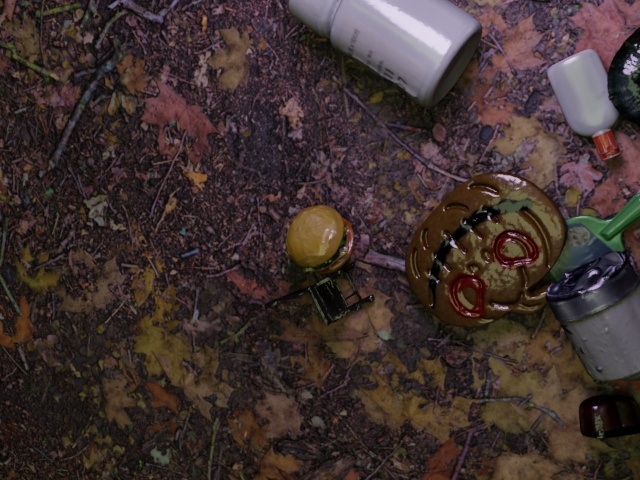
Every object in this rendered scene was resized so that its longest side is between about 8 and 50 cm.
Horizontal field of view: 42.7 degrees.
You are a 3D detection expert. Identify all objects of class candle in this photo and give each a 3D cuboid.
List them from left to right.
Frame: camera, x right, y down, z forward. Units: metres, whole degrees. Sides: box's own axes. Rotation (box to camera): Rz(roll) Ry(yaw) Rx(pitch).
[{"bbox_3d":[0.600,0.193,1.650,0.187,0.187,0.330,-28,97,23],"label":"candle"}]

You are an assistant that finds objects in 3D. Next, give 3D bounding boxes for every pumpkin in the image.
[{"bbox_3d":[0.656,-0.314,1.561,0.211,0.152,0.212,0,93,7],"label":"pumpkin"}]

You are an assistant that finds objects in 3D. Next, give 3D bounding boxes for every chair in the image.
[{"bbox_3d":[-0.006,0.147,1.923,0.229,0.106,0.113,-29,86,24],"label":"chair"}]

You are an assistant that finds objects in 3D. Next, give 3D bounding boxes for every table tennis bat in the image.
[{"bbox_3d":[0.582,-0.001,1.707,0.160,0.039,0.257,47,114,6],"label":"table tennis bat"}]

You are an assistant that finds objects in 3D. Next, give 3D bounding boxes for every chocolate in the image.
[{"bbox_3d":[0.608,0.363,1.729,0.148,0.125,0.080,-5,88,-15],"label":"chocolate"}]

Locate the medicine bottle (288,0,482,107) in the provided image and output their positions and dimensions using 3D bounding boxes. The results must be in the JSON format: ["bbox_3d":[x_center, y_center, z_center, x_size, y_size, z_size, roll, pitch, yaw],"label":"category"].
[{"bbox_3d":[0.132,-0.457,1.711,0.371,0.211,0.211,36,110,12],"label":"medicine bottle"}]

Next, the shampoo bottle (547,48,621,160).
[{"bbox_3d":[0.549,-0.271,1.664,0.108,0.051,0.221,-23,90,20],"label":"shampoo bottle"}]

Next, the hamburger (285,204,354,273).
[{"bbox_3d":[0.000,0.000,1.872,0.162,0.115,0.162,-16,59,30],"label":"hamburger"}]

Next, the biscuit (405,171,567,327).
[{"bbox_3d":[0.362,0.038,1.771,0.314,0.063,0.367,47,114,13],"label":"biscuit"}]
